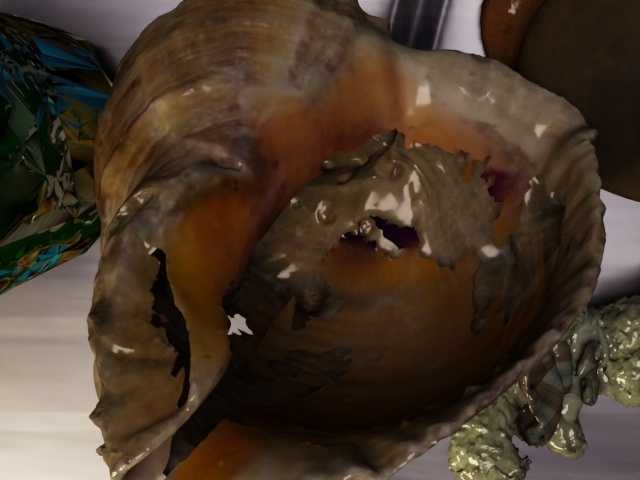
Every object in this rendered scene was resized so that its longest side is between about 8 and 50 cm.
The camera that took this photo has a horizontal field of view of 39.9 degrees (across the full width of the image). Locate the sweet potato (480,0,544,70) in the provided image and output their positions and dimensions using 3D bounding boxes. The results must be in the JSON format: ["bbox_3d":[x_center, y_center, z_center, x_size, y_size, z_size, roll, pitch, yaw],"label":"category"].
[{"bbox_3d":[0.134,-0.174,0.574,0.056,0.056,0.195,14,108,5],"label":"sweet potato"}]

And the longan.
[{"bbox_3d":[0.212,-0.101,0.523,0.187,0.167,0.168,3,101,26],"label":"longan"}]

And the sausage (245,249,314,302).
[{"bbox_3d":[-0.041,0.018,0.642,0.269,0.033,0.033,37,103,0],"label":"sausage"}]

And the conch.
[{"bbox_3d":[0.003,0.009,0.502,0.297,0.210,0.352,2,57,14],"label":"conch"}]

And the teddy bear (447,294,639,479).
[{"bbox_3d":[0.166,0.082,0.599,0.213,0.111,0.133,-15,121,-13],"label":"teddy bear"}]

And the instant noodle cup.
[{"bbox_3d":[-0.245,-0.057,0.570,0.240,0.178,0.240,3,100,20],"label":"instant noodle cup"}]
